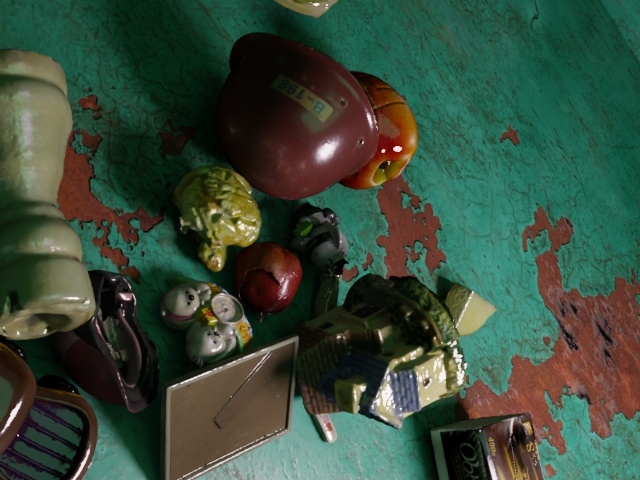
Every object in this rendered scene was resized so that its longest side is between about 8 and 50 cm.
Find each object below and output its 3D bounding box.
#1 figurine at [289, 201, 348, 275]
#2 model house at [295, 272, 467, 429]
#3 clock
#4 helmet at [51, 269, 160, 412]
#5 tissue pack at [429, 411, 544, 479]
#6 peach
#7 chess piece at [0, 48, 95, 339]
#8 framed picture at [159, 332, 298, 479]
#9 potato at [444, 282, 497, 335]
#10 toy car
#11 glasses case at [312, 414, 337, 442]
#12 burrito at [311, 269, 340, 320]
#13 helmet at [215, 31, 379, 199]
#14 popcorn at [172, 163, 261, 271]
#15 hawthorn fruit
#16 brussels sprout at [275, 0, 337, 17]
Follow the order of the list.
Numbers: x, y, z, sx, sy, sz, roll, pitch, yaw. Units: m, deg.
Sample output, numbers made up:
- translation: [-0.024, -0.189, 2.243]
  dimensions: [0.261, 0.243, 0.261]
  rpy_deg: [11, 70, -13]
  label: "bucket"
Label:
- translation: [0.000, 0.000, 1.899]
  dimensions: [0.126, 0.147, 0.192]
  rpy_deg: [-25, 57, -15]
  label: "figurine"
- translation: [0.094, 0.233, 1.765]
  dimensions: [0.266, 0.321, 0.261]
  rpy_deg: [-23, 112, -34]
  label: "model house"
- translation: [-0.228, 0.161, 1.667]
  dimensions: [0.144, 0.103, 0.231]
  rpy_deg: [-19, 64, -49]
  label: "clock"
- translation: [-0.393, 0.179, 1.509]
  dimensions: [0.198, 0.154, 0.253]
  rpy_deg: [1, 83, -79]
  label: "helmet"
- translation: [0.401, 0.606, 1.998]
  dimensions: [0.210, 0.198, 0.370]
  rpy_deg: [-4, 79, -43]
  label: "tissue pack"
- translation: [0.097, -0.264, 2.020]
  dimensions: [0.275, 0.248, 0.245]
  rpy_deg: [64, 12, 13]
  label: "peach"
- translation: [-0.493, -0.070, 1.396]
  dimensions: [0.234, 0.234, 0.442]
  rpy_deg: [0, 65, -40]
  label: "chess piece"
- translation: [-0.171, 0.327, 1.646]
  dimensions: [0.324, 0.020, 0.241]
  rpy_deg: [-18, 122, -41]
  label: "framed picture"
- translation: [0.372, 0.188, 2.212]
  dimensions: [0.149, 0.081, 0.120]
  rpy_deg: [31, 88, -48]
  label: "potato"
- translation: [-0.493, 0.289, 1.328]
  dimensions: [0.340, 0.240, 0.271]
  rpy_deg: [39, 57, -20]
  label: "toy car"
- translation: [0.009, 0.400, 1.855]
  dimensions: [0.032, 0.021, 0.083]
  rpy_deg: [-28, 94, -40]
  label: "glasses case"
- translation: [0.011, 0.145, 1.925]
  dimensions: [0.058, 0.045, 0.188]
  rpy_deg: [18, 67, -20]
  label: "burrito"
- translation: [-0.092, -0.224, 1.773]
  dimensions: [0.385, 0.337, 0.230]
  rpy_deg: [37, 59, -1]
  label: "helmet"
- translation: [-0.213, -0.044, 1.723]
  dimensions: [0.197, 0.213, 0.198]
  rpy_deg: [15, 27, -8]
  label: "popcorn"
- translation: [-0.115, 0.088, 1.783]
  dimensions: [0.148, 0.148, 0.172]
  rpy_deg: [20, 80, -34]
  label: "hawthorn fruit"
- translation: [-0.064, -0.695, 2.012]
  dimensions: [0.327, 0.247, 0.328]
  rpy_deg: [3, 82, -23]
  label: "brussels sprout"
